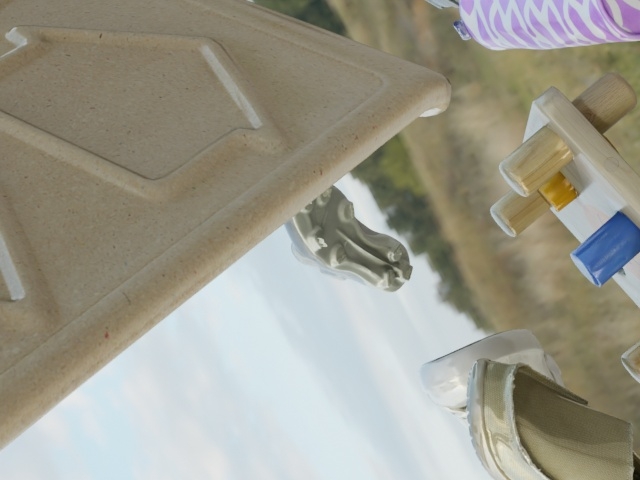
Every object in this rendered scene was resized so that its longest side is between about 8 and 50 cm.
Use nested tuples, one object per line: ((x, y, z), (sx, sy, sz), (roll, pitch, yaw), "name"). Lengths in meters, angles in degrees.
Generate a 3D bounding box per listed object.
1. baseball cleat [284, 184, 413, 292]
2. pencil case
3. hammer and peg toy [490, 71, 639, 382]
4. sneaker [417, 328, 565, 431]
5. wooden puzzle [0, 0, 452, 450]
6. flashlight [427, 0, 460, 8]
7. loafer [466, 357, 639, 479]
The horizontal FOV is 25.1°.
((0.000, 0.000, 1.313), (0.206, 0.109, 0.072), (38, -115, -50), "baseball cleat")
((0.193, -0.200, 1.154), (0.206, 0.086, 0.088), (9, 133, 60), "pencil case")
((0.300, 0.035, 1.212), (0.361, 0.127, 0.266), (49, 177, 12), "hammer and peg toy")
((0.188, 0.161, 1.374), (0.290, 0.106, 0.123), (20, -134, -61), "sneaker")
((-0.168, -0.033, 0.562), (0.322, 0.348, 0.080), (25, 128, 26), "wooden puzzle")
((0.065, -0.361, 1.689), (0.304, 0.103, 0.103), (25, 178, -40), "flashlight")
((0.212, 0.174, 1.191), (0.268, 0.092, 0.102), (42, -139, -39), "loafer")
